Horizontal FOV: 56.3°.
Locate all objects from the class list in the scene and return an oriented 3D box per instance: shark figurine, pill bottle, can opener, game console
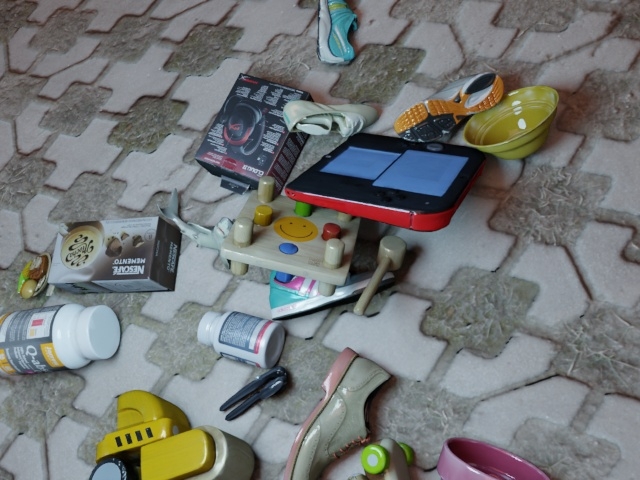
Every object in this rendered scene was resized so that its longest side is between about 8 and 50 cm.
[{"bbox_3d":[-0.279,-0.036,1.512,0.278,0.166,0.116,18,50,38],"label":"shark figurine"},{"bbox_3d":[-0.653,0.241,1.476,0.278,0.162,0.162,-9,69,15],"label":"pill bottle"},{"bbox_3d":[-0.183,0.219,1.367,0.180,0.108,0.108,12,75,20],"label":"pill bottle"},{"bbox_3d":[-0.151,0.342,1.343,0.186,0.073,0.059,-31,73,14],"label":"can opener"},{"bbox_3d":[0.155,-0.146,1.293,0.342,0.060,0.386,16,32,21],"label":"game console"}]

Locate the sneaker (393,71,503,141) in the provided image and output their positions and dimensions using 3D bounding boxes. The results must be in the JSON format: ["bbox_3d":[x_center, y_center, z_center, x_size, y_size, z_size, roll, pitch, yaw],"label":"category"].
[{"bbox_3d":[0.296,-0.316,1.419,0.262,0.099,0.121,-23,21,7],"label":"sneaker"}]

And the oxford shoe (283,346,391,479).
[{"bbox_3d":[0.031,0.401,1.231,0.130,0.123,0.348,23,80,18],"label":"oxford shoe"}]

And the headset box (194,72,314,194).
[{"bbox_3d":[-0.166,-0.257,1.531,0.218,0.110,0.293,21,78,23],"label":"headset box"}]

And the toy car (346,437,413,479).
[{"bbox_3d":[0.082,0.483,1.177,0.188,0.155,0.149,-23,65,22],"label":"toy car"}]

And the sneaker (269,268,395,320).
[{"bbox_3d":[0.010,0.063,1.362,0.295,0.124,0.178,-17,76,12],"label":"sneaker"}]

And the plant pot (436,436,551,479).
[{"bbox_3d":[0.297,0.486,1.089,0.201,0.201,0.180,18,93,22],"label":"plant pot"}]

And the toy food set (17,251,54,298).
[{"bbox_3d":[-0.757,0.091,1.588,0.192,0.038,0.132,-8,65,41],"label":"toy food set"}]

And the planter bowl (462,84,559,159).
[{"bbox_3d":[0.435,-0.244,1.332,0.217,0.090,0.217,-27,30,17],"label":"planter bowl"}]

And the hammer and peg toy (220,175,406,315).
[{"bbox_3d":[0.000,0.000,1.234,0.361,0.127,0.266,14,34,4],"label":"hammer and peg toy"}]

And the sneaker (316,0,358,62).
[{"bbox_3d":[0.046,-0.599,1.613,0.110,0.107,0.275,2,75,-3],"label":"sneaker"}]

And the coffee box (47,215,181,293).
[{"bbox_3d":[-0.521,0.042,1.529,0.297,0.119,0.168,-2,69,17],"label":"coffee box"}]

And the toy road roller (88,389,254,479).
[{"bbox_3d":[-0.323,0.434,1.289,0.329,0.202,0.240,-19,56,12],"label":"toy road roller"}]

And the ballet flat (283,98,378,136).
[{"bbox_3d":[0.031,-0.286,1.448,0.248,0.086,0.086,-1,67,-18],"label":"ballet flat"}]
